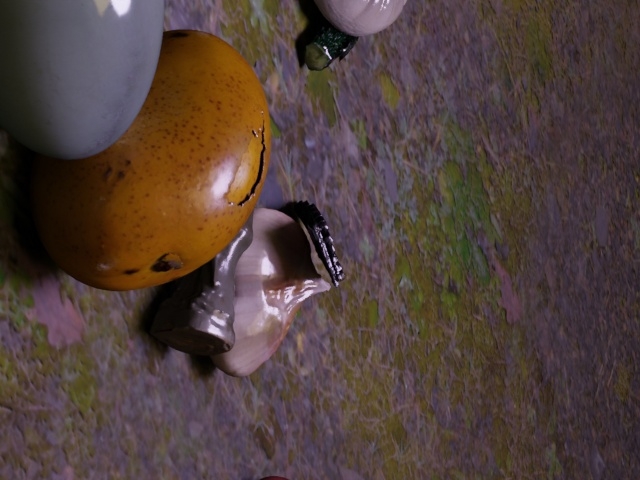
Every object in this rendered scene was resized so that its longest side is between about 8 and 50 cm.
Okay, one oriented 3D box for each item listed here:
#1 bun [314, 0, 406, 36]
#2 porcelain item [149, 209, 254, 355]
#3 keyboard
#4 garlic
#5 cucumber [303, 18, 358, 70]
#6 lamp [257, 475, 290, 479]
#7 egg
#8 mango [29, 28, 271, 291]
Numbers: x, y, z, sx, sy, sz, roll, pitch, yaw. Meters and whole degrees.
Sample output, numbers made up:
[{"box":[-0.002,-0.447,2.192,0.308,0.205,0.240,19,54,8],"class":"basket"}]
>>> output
[{"box":[0.053,-0.300,2.120,0.138,0.094,0.138,17,65,-42],"class":"bun"},{"box":[-0.105,0.003,1.920,0.069,0.081,0.215,30,63,-38],"class":"porcelain item"},{"box":[0.001,0.000,2.038,0.231,0.023,0.072,-121,-172,-82],"class":"keyboard"},{"box":[-0.066,0.057,1.989,0.124,0.099,0.174,27,72,-53],"class":"garlic"},{"box":[0.047,-0.270,2.204,0.256,0.044,0.043,-54,163,-47],"class":"cucumber"},{"box":[-0.043,0.307,2.072,0.107,0.092,0.107,-25,90,-84],"class":"lamp"},{"box":[-0.217,-0.188,1.565,0.183,0.183,0.264,-48,141,-49],"class":"egg"},{"box":[-0.140,-0.081,1.736,0.160,0.191,0.290,74,28,-47],"class":"mango"}]
